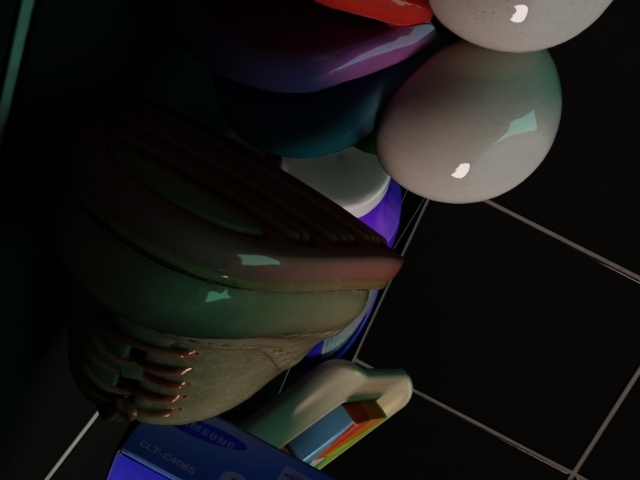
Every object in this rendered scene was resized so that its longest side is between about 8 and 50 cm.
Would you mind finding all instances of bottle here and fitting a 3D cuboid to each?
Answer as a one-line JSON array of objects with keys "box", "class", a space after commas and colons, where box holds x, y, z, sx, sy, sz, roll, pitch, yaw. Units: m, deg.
[{"box": [0.000, 0.000, 1.040, 0.118, 0.092, 0.283, -61, 174, -19], "class": "bottle"}]

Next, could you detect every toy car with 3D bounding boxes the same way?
[{"box": [0.012, -0.101, 0.564, 0.136, 0.159, 0.182, -17, 145, -28], "class": "toy car"}]

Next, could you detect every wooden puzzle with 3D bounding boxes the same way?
[{"box": [-0.032, 0.174, 1.207, 0.221, 0.044, 0.239, -37, 165, 7], "class": "wooden puzzle"}]

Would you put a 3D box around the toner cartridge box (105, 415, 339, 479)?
[{"box": [-0.100, 0.281, 1.083, 0.348, 0.165, 0.075, -66, 174, 34], "class": "toner cartridge box"}]

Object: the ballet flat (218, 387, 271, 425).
[{"box": [-0.073, 0.144, 1.271, 0.206, 0.073, 0.067, 110, -19, -67], "class": "ballet flat"}]

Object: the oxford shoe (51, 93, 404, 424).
[{"box": [-0.048, 0.028, 0.633, 0.130, 0.123, 0.348, -58, 173, 1], "class": "oxford shoe"}]
